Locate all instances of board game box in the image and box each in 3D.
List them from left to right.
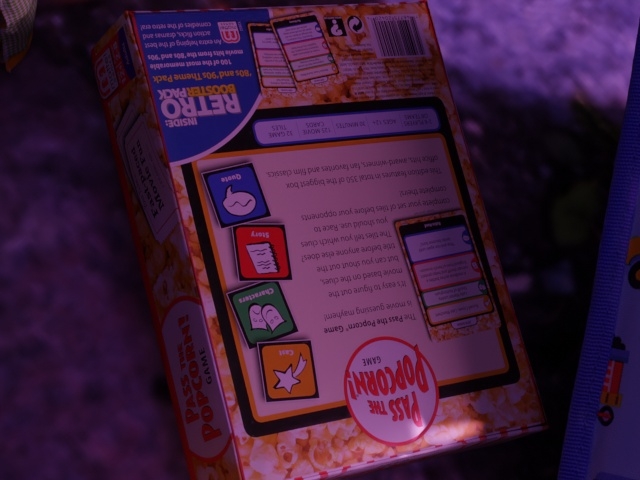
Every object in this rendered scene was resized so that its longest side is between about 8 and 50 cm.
[{"bbox_3d":[0.000,0.000,0.620,0.146,0.045,0.193,-7,76,-31],"label":"board game box"}]

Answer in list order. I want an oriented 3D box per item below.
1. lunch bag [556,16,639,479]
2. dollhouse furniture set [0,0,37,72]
[{"bbox_3d":[0.213,0.071,0.595,0.221,0.138,0.293,10,74,20],"label":"lunch bag"},{"bbox_3d":[-0.112,-0.149,0.626,0.058,0.076,0.152,-3,75,-18],"label":"dollhouse furniture set"}]
